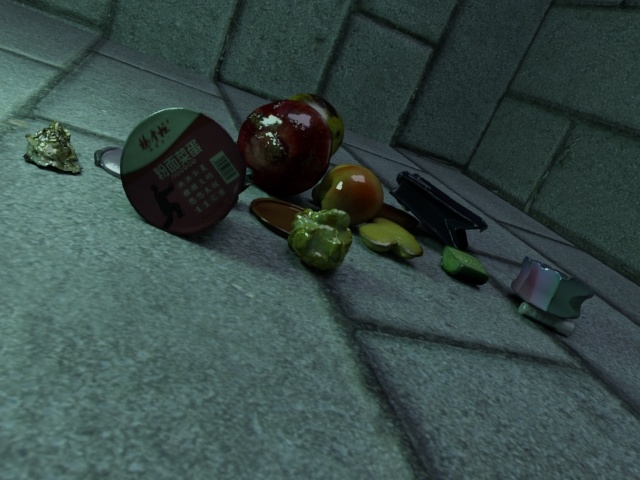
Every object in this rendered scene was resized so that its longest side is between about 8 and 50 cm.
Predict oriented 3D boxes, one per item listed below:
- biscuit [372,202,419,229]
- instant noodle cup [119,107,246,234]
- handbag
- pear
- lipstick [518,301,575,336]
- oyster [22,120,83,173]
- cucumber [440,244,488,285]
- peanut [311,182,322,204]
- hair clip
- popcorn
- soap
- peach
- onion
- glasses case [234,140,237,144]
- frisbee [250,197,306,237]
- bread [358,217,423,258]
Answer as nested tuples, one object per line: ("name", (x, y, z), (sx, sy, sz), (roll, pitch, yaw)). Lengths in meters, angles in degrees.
("biscuit", (0.176, -0.116, 1.715), (0.262, 0.052, 0.277), (12, 22, -41))
("instant noodle cup", (-0.256, -0.139, 1.029), (0.235, 0.234, 0.178), (23, 9, -1))
("handbag", (0.393, -0.102, 1.727), (0.329, 0.122, 0.303), (41, 18, 15))
("pear", (-0.043, -0.428, 1.963), (0.284, 0.283, 0.283), (21, 19, -8))
("lipstick", (0.597, 0.207, 1.353), (0.141, 0.040, 0.040), (25, 19, 4))
("oyster", (-0.559, -0.194, 1.057), (0.108, 0.053, 0.165), (-5, 39, -36))
("cucumber", (0.404, 0.078, 1.441), (0.115, 0.062, 0.116), (18, 27, -10))
("peanut", (0.057, -0.148, 1.562), (0.175, 0.080, 0.080), (-5, 25, -9))
("hair clip", (-0.335, -0.153, 1.186), (0.359, 0.110, 0.096), (11, -18, -23))
("popcorn", (0.000, 0.000, 1.101), (0.135, 0.162, 0.141), (52, 29, -32))
("soap", (0.642, 0.133, 1.426), (0.193, 0.109, 0.324), (32, 11, 36))
("peach", (0.089, -0.129, 1.440), (0.184, 0.184, 0.184), (21, 19, -8))
("onion", (-0.102, -0.262, 1.449), (0.276, 0.276, 0.276), (21, 19, -8))
("glasses case", (-0.262, -0.290, 1.680), (0.065, 0.041, 0.170), (20, 18, -13))
("frisbee", (-0.060, -0.046, 1.292), (0.251, 0.021, 0.251), (20, 19, -7))
("bread", (0.184, 0.010, 1.378), (0.149, 0.065, 0.188), (-14, 43, -44))
